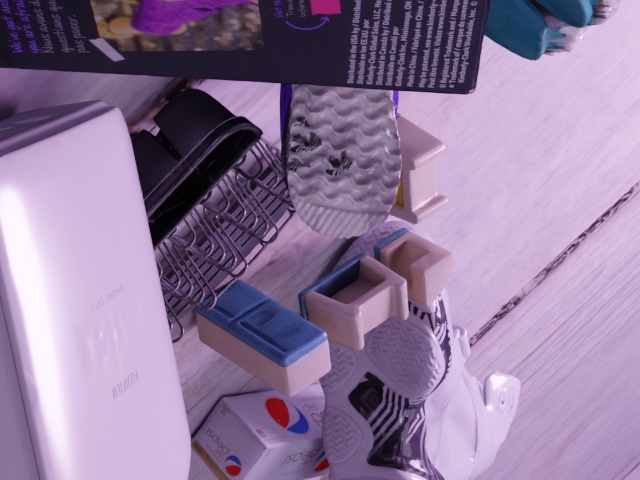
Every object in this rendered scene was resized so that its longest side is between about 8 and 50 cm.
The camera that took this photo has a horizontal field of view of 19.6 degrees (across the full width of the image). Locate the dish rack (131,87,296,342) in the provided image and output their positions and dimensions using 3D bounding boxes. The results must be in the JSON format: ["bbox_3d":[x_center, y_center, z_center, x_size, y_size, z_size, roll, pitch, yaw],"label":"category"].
[{"bbox_3d":[-0.100,-0.004,1.450,0.208,0.074,0.271,-45,156,5],"label":"dish rack"}]

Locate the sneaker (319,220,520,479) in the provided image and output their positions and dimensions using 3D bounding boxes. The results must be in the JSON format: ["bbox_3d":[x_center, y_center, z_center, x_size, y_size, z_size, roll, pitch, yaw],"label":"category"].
[{"bbox_3d":[0.099,0.127,1.843,0.210,0.137,0.365,-35,132,-52],"label":"sneaker"}]

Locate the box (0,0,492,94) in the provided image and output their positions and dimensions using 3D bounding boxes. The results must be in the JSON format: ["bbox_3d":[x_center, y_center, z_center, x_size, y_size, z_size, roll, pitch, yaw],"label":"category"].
[{"bbox_3d":[-0.044,-0.187,0.977,0.270,0.165,0.143,4,146,-1],"label":"box"}]

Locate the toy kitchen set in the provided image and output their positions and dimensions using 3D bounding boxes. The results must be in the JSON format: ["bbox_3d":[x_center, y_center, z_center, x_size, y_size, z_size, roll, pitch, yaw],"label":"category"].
[{"bbox_3d":[0.000,0.000,1.607,0.207,0.122,0.166,-32,132,-32],"label":"toy kitchen set"}]

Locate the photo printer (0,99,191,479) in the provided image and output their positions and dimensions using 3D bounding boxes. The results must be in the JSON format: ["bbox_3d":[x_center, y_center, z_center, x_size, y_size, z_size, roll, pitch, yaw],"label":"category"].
[{"bbox_3d":[-0.174,0.082,1.157,0.107,0.307,0.256,-7,-170,16],"label":"photo printer"}]

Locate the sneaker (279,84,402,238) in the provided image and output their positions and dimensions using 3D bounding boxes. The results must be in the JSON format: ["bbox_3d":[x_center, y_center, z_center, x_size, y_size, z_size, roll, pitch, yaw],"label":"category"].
[{"bbox_3d":[0.017,-0.161,1.354,0.102,0.146,0.293,8,107,-10],"label":"sneaker"}]

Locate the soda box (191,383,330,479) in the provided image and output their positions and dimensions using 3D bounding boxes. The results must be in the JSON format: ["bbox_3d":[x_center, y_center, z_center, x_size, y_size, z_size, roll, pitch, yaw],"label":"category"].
[{"bbox_3d":[-0.032,0.197,1.872,0.216,0.074,0.069,-1,132,-57],"label":"soda box"}]

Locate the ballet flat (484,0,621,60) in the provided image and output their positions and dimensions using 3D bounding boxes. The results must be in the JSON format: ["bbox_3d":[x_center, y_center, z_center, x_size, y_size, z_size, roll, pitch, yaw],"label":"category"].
[{"bbox_3d":[0.171,-0.229,1.358,0.147,0.147,0.409,-44,180,0],"label":"ballet flat"}]
